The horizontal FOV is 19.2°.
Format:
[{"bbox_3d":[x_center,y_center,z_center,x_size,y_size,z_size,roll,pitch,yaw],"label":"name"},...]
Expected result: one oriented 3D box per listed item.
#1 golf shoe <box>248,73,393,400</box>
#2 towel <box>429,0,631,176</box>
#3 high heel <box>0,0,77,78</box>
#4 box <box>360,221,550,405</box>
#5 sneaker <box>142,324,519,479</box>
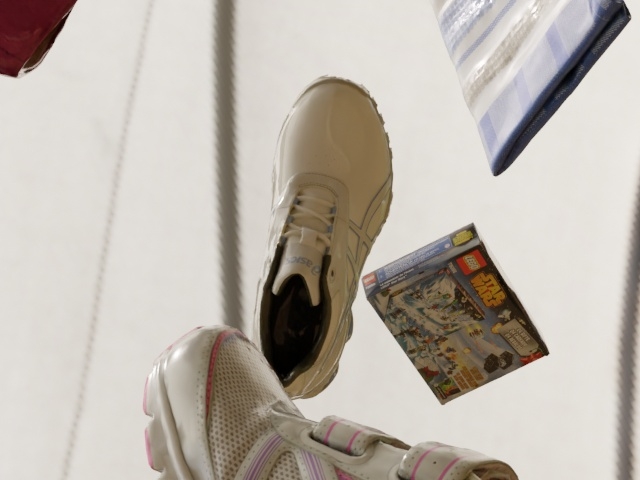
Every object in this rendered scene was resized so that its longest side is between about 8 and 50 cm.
[{"bbox_3d":[0.000,0.000,0.996,0.069,0.176,0.086,8,3,3],"label":"golf shoe"},{"bbox_3d":[0.169,-0.223,1.661,0.034,0.285,0.209,14,-48,-28],"label":"towel"},{"bbox_3d":[-0.070,-0.147,0.916,0.377,0.181,0.127,-17,-35,-45],"label":"high heel"},{"bbox_3d":[0.101,0.056,1.402,0.094,0.027,0.137,-26,-49,11],"label":"box"},{"bbox_3d":[0.032,0.117,0.721,0.111,0.252,0.103,-46,-24,11],"label":"sneaker"}]
